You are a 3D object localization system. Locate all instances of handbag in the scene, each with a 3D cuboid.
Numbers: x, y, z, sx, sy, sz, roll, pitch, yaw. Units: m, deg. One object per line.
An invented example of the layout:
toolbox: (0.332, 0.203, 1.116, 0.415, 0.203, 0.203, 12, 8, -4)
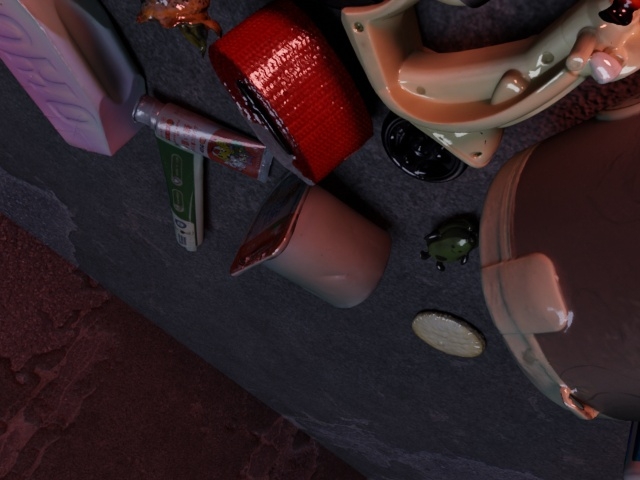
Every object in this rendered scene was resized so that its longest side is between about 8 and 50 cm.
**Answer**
handbag: (0.191, 0.001, 0.729, 0.072, 0.047, 0.111, 33, 153, -4)

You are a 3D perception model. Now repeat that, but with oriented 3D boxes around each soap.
soap: (-0.396, -0.287, 0.781, 0.193, 0.109, 0.323, 16, 147, 26)

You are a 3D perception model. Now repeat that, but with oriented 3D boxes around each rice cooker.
rice cooker: (0.300, 0.009, 0.417, 0.288, 0.288, 0.277, 40, 151, -15)

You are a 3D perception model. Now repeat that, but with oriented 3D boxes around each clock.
clock: (0.106, -0.209, 0.421, 0.277, 0.120, 0.379, 1, 139, 48)

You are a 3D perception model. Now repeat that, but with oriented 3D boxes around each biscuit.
biscuit: (0.248, 0.186, 0.987, 0.152, 0.020, 0.152, 24, 150, 15)

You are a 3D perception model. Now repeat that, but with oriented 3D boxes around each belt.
belt: (-0.023, -0.172, 0.590, 0.200, 0.124, 0.128, 53, 169, -30)

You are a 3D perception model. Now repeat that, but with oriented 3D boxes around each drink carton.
drink carton: (0.000, 0.000, 0.791, 0.190, 0.191, 0.185, 30, 150, -17)

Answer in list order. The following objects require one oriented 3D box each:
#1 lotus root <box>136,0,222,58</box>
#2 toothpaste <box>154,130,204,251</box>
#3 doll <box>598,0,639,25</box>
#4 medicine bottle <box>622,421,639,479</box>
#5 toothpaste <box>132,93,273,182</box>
lotus root: (-0.137, -0.294, 0.433, 0.154, 0.154, 0.278, 17, 123, 24)
toothpaste: (-0.273, -0.085, 1.028, 0.099, 0.061, 0.392, 24, 146, 5)
doll: (0.222, -0.209, 0.288, 0.109, 0.169, 0.057, 36, -171, -11)
medicine bottle: (0.488, 0.256, 0.690, 0.107, 0.191, 0.107, 24, 150, 15)
toothpaste: (-0.188, -0.170, 0.830, 0.234, 0.057, 0.089, 23, 145, -1)
